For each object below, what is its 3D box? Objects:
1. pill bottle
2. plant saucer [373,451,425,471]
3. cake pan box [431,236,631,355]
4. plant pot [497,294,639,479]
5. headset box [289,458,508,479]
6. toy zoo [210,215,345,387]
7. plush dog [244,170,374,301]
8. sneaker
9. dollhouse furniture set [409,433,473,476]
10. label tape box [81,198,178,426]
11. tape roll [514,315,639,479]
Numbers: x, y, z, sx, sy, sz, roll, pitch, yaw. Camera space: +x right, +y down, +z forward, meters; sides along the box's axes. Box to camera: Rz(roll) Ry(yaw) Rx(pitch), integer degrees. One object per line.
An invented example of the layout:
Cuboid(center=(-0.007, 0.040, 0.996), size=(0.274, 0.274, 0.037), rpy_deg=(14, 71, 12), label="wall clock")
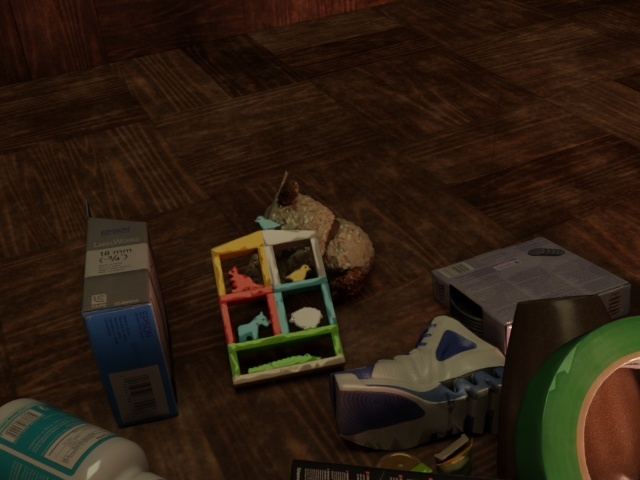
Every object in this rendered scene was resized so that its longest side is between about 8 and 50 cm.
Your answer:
Cuboid(center=(-0.339, 0.323, 1.017), size=(0.264, 0.146, 0.146), rpy_deg=(15, 39, 24), label="pill bottle")
Cuboid(center=(0.115, 0.335, 1.075), size=(0.083, 0.015, 0.083), rpy_deg=(-3, 35, 2), label="plant saucer")
Cuboid(center=(0.361, 0.090, 1.320), size=(0.266, 0.070, 0.246), rpy_deg=(-16, 23, -18), label="cake pan box")
Cuboid(center=(0.334, 0.192, 1.000), size=(0.215, 0.230, 0.215), rpy_deg=(-6, -5, 0), label="plant pot")
Cuboid(center=(0.104, 0.355, 0.770), size=(0.293, 0.110, 0.218), rpy_deg=(6, 28, -3), label="headset box")
Cuboid(center=(-0.080, 0.093, 1.291), size=(0.192, 0.030, 0.293), rpy_deg=(-11, 67, -7), label="toy zoo")
Cuboid(center=(0.000, 0.000, 1.442), size=(0.225, 0.211, 0.262), rpy_deg=(23, 37, -9), label="plush dog")
Cuboid(center=(0.163, 0.214, 1.166), size=(0.315, 0.127, 0.182), rpy_deg=(-2, 31, -9), label="sneaker")
Cuboid(center=(0.166, 0.339, 1.015), size=(0.151, 0.076, 0.058), rpy_deg=(-30, 39, -18), label="dollhouse furniture set")
Cuboid(center=(-0.319, 0.101, 1.249), size=(0.106, 0.241, 0.334), rpy_deg=(-10, 36, -9), label="label tape box")
Cuboid(center=(0.388, 0.249, 0.852), size=(0.321, 0.077, 0.321), rpy_deg=(3, 69, -8), label="tape roll")
